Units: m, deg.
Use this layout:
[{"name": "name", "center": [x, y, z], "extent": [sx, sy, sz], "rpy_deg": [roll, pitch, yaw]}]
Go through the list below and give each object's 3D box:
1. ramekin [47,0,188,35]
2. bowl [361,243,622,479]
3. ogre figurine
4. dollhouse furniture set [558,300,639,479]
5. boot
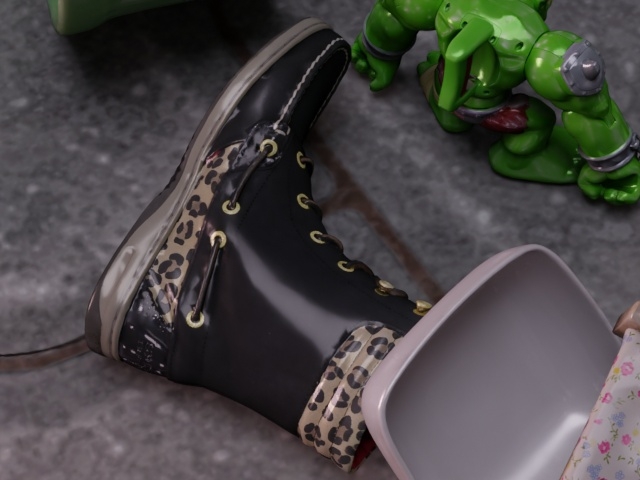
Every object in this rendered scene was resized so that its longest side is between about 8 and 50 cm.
[{"name": "ramekin", "center": [-0.105, -0.280, 1.129], "extent": [0.148, 0.303, 0.303], "rpy_deg": [-9, 58, -10]}, {"name": "bowl", "center": [0.090, 0.086, 0.993], "extent": [0.142, 0.142, 0.053], "rpy_deg": [-44, 25, -20]}, {"name": "ogre figurine", "center": [0.102, -0.098, 1.098], "extent": [0.097, 0.118, 0.197], "rpy_deg": [-32, 62, -14]}, {"name": "dollhouse furniture set", "center": [0.227, 0.101, 0.871], "extent": [0.356, 0.174, 0.303], "rpy_deg": [26, 76, 2]}, {"name": "boot", "center": [0.000, 0.002, 1.067], "extent": [0.179, 0.085, 0.236], "rpy_deg": [28, 71, 17]}]
